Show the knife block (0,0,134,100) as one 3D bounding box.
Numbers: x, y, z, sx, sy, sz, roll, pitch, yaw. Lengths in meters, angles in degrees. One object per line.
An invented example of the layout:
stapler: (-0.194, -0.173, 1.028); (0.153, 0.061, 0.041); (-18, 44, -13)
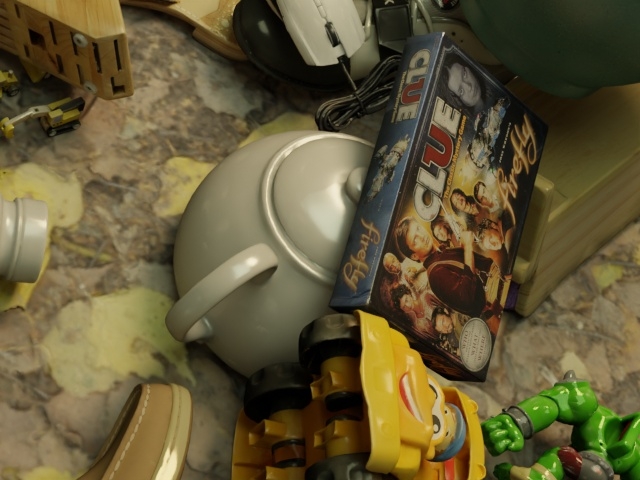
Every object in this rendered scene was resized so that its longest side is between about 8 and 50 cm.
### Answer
knife block: (-0.234, -0.283, 1.242); (0.275, 0.088, 0.242); (27, 62, 15)

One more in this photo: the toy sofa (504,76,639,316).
toy sofa: (0.254, -0.094, 1.379); (0.150, 0.177, 0.362); (34, 50, 27)

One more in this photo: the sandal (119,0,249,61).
sandal: (-0.150, -0.266, 1.316); (0.240, 0.079, 0.088); (28, 54, -7)

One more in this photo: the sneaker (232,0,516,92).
sneaker: (0.077, -0.223, 1.343); (0.330, 0.146, 0.122); (1, 65, -28)

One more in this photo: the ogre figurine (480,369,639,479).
ogre figurine: (0.241, 0.205, 1.210); (0.197, 0.097, 0.118); (38, 64, 14)

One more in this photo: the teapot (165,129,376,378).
teapot: (0.000, 0.000, 1.163); (0.252, 0.187, 0.256); (15, 57, -16)

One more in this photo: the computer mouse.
computer mouse: (0.002, -0.199, 1.256); (0.106, 0.042, 0.193); (-29, 79, -8)

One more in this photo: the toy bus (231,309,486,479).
toy bus: (0.057, 0.171, 1.075); (0.211, 0.220, 0.149); (15, 53, -23)

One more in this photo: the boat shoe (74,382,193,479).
boat shoe: (-0.194, 0.233, 0.975); (0.110, 0.121, 0.341); (29, 55, -7)

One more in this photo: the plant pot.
plant pot: (0.250, -0.256, 1.243); (0.293, 0.196, 0.293); (23, 44, -24)

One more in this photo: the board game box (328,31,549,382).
board game box: (0.104, -0.025, 1.117); (0.165, 0.042, 0.243); (33, 65, -40)

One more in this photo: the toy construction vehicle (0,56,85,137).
toy construction vehicle: (-0.256, -0.137, 1.219); (0.098, 0.035, 0.086); (-20, 71, -32)

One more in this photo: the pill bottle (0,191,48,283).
pill bottle: (-0.309, -0.009, 1.082); (0.169, 0.094, 0.094); (8, 59, -21)
